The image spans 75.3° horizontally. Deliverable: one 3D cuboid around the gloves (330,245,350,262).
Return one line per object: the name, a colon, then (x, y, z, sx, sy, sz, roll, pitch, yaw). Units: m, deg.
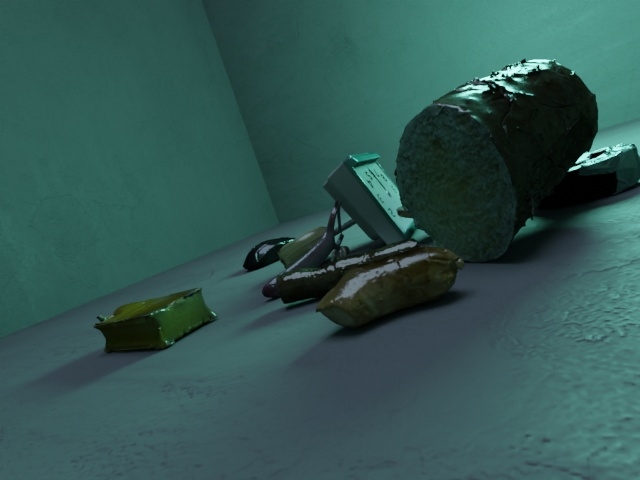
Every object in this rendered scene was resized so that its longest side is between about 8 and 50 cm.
gloves: (0.048, 0.033, 0.996, 0.044, 0.037, 0.081, -51, 0, 19)

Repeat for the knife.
knife: (-0.019, 0.025, 0.886, 0.053, 0.123, 0.278, 16, 45, 32)

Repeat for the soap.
soap: (-0.334, 0.158, 0.827, 0.233, 0.076, 0.135, -12, 10, 37)

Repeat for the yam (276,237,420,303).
yam: (0.049, 0.053, 0.705, 0.253, 0.061, 0.061, -16, 7, 11)

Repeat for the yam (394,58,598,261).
yam: (0.294, -0.148, 0.681, 0.348, 0.240, 0.241, -35, 14, -30)

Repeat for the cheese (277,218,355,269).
cheese: (0.000, 0.000, 1.048, 0.228, 0.064, 0.137, -31, -6, -6)

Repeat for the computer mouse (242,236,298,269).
computer mouse: (-0.166, 0.033, 1.382, 0.217, 0.073, 0.122, -22, 7, -38)

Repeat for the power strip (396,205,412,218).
power strip: (0.294, -0.054, 0.876, 0.198, 0.064, 0.213, -21, 20, -35)

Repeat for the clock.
clock: (0.135, -0.098, 1.032, 0.116, 0.231, 0.262, -38, -1, 25)

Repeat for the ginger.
ginger: (0.085, 0.057, 0.525, 0.190, 0.068, 0.095, -19, 2, 5)

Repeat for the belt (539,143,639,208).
belt: (0.508, -0.125, 0.804, 0.199, 0.078, 0.151, -19, 7, 17)
